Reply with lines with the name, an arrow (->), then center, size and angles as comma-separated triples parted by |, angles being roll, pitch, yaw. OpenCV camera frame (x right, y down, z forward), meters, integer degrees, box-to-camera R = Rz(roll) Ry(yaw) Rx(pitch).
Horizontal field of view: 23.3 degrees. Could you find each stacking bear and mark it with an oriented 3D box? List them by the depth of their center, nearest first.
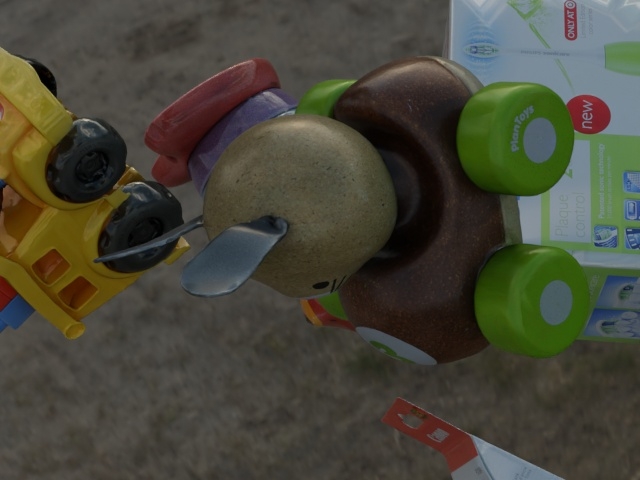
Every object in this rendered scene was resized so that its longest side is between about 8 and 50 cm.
stacking bear -> -0.022, -0.028, 1.564 | 0.164, 0.175, 0.289 | -38, 79, -12

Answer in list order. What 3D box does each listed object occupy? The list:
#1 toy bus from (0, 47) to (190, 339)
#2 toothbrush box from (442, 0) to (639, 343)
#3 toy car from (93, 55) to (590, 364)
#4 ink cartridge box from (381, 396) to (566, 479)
toy bus -> -0.247, -0.019, 1.265 | 0.211, 0.220, 0.149 | -43, 51, -6
toothbrush box -> 0.219, -0.045, 1.036 | 0.283, 0.122, 0.206 | 4, 63, 2
toy car -> 0.000, 0.000, 0.711 | 0.188, 0.149, 0.155 | -15, 14, -35
ink cartridge box -> 0.165, 0.246, 1.583 | 0.232, 0.189, 0.066 | 22, 76, 2
